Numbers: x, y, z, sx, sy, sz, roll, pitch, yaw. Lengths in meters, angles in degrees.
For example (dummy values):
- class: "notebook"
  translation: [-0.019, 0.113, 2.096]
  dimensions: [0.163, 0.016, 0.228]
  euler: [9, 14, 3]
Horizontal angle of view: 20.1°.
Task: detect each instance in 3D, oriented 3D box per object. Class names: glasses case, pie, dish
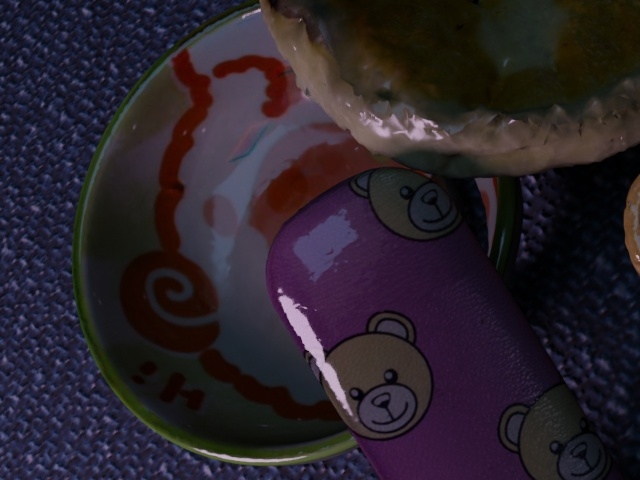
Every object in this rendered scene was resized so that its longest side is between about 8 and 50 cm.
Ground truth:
- class: "glasses case"
  translation: [0.086, 0.105, 1.050]
  dimensions: [0.123, 0.076, 0.316]
  euler: [-32, 99, 2]
- class: "pie"
  translation: [0.129, -0.165, 1.119]
  dimensions: [0.339, 0.077, 0.339]
  euler: [-3, 46, 3]
- class: "dish"
  translation: [0.000, 0.000, 1.217]
  dimensions: [0.324, 0.124, 0.324]
  euler: [-8, 72, 25]

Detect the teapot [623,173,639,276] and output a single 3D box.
- class: "teapot"
  translation: [0.315, -0.032, 0.965]
  dimensions: [0.311, 0.203, 0.167]
  euler: [-22, 82, 20]
